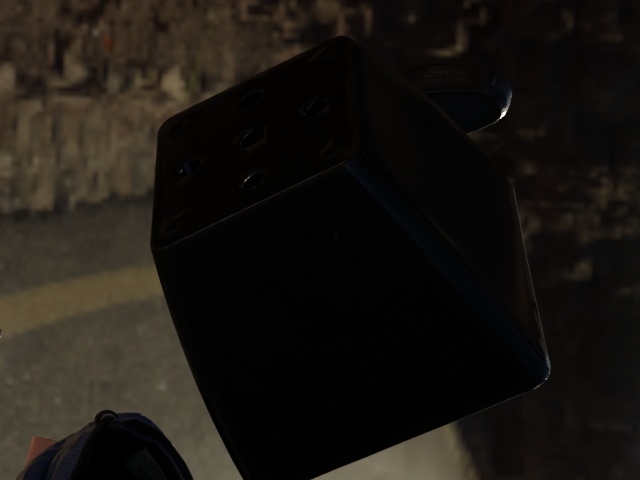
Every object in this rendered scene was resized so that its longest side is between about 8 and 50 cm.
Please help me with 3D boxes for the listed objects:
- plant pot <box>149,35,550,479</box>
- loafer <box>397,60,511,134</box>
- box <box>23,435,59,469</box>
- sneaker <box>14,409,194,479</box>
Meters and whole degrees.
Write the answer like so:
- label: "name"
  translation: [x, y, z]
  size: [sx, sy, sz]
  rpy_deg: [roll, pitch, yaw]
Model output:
- label: "plant pot"
  translation: [0.000, 0.000, 0.994]
  size: [0.167, 0.188, 0.187]
  rpy_deg: [54, 19, -33]
- label: "loafer"
  translation: [0.051, -0.090, 1.444]
  size: [0.076, 0.223, 0.078]
  rpy_deg: [55, 34, -40]
- label: "box"
  translation: [-0.205, 0.249, 1.389]
  size: [0.170, 0.091, 0.130]
  rpy_deg: [-106, -150, -76]
- label: "sneaker"
  translation: [-0.132, 0.185, 1.166]
  size: [0.147, 0.130, 0.330]
  rpy_deg: [-44, -172, 12]
